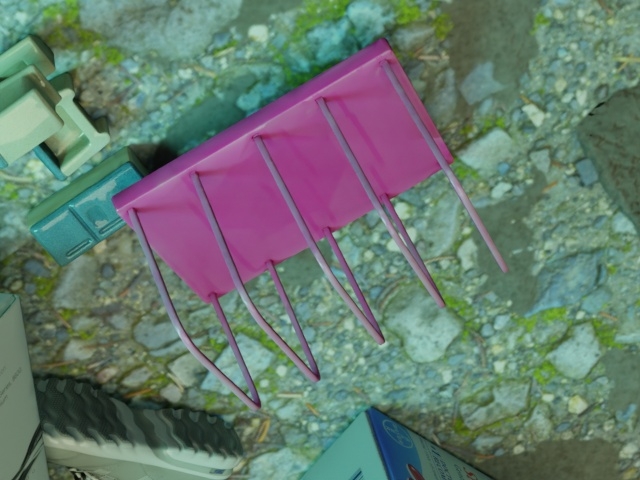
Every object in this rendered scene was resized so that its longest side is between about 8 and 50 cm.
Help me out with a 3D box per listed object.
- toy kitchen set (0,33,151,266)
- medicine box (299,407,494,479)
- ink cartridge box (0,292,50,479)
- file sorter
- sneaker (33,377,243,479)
[{"bbox_3d":[-0.246,-0.056,1.378,0.122,0.166,0.207,-34,120,7],"label":"toy kitchen set"},{"bbox_3d":[0.136,0.360,1.635,0.289,0.263,0.149,32,109,-26],"label":"medicine box"},{"bbox_3d":[-0.414,0.232,1.443,0.285,0.166,0.395,8,122,17],"label":"ink cartridge box"},{"bbox_3d":[0.000,0.000,1.417,0.291,0.182,0.202,-30,145,5],"label":"file sorter"},{"bbox_3d":[-0.222,0.227,1.574,0.281,0.105,0.115,17,115,-23],"label":"sneaker"}]
